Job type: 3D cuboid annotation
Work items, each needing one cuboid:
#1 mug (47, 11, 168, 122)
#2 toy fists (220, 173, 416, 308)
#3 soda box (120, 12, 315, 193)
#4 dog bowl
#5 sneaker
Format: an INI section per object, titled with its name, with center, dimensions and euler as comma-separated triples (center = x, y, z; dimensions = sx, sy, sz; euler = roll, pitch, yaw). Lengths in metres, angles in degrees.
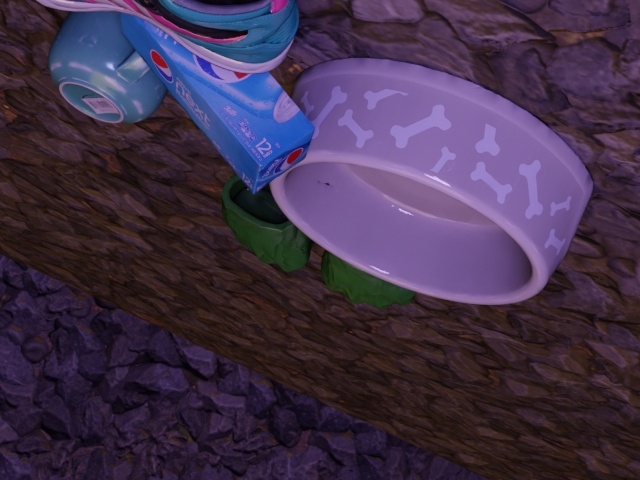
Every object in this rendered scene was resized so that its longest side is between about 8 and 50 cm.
[mug]
center = -0.219, -0.188, 1.100
dimensions = 0.129, 0.097, 0.158
euler = 23, 161, 1
[toy fists]
center = 0.000, 0.000, 1.345
dimensions = 0.279, 0.096, 0.142
euler = 23, 155, 11
[soda box]
center = -0.098, -0.150, 0.976
dimensions = 0.210, 0.067, 0.071
euler = 50, 161, 9
[dog bowl]
center = 0.103, -0.045, 1.101
dimensions = 0.348, 0.102, 0.349
euler = 20, 160, 8
[sneaker]
center = -0.148, -0.237, 0.850
dimensions = 0.295, 0.124, 0.178
euler = 19, 165, -8
